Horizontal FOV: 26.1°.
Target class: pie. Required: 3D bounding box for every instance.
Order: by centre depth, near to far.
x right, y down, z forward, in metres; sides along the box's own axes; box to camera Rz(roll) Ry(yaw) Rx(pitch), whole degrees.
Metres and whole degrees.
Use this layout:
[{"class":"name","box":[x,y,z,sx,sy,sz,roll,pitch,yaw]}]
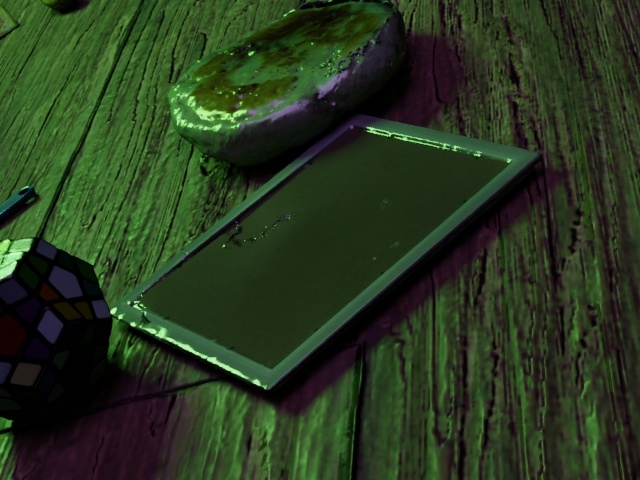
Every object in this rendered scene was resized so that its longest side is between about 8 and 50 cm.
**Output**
[{"class":"pie","box":[-0.030,-0.145,1.213,0.240,0.054,0.240,-19,28,11]}]

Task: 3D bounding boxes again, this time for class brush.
[{"class":"brush","box":[-0.320,-0.001,1.240,0.051,0.014,0.164,14,47,46]}]

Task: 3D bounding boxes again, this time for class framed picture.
[{"class":"framed picture","box":[0.000,0.000,1.005,0.273,0.016,0.216,-39,33,-23]}]

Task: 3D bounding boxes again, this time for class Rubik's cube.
[{"class":"Rubik's cube","box":[-0.209,0.062,0.962,0.112,0.133,0.133,27,53,22]}]

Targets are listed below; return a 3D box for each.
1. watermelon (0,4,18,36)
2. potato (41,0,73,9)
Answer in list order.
[{"class":"watermelon","box":[-0.462,-0.244,1.700,0.163,0.087,0.069,-38,-5,-25]},{"class":"potato","box":[-0.326,-0.311,1.702,0.046,0.045,0.092,7,28,-17]}]
